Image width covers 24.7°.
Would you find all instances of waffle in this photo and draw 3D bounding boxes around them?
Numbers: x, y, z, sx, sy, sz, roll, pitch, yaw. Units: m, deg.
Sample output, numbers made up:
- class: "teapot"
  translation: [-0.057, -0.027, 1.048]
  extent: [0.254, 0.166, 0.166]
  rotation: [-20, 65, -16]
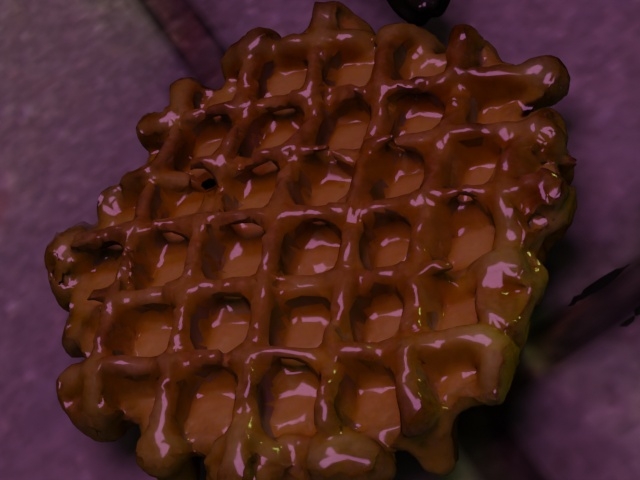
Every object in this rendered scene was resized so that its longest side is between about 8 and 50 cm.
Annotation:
- class: "waffle"
  translation: [-0.005, 0.001, 0.458]
  extent: [0.191, 0.038, 0.191]
  rotation: [-12, 51, 15]

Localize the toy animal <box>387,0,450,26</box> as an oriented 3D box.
- class: "toy animal"
  translation: [0.014, -0.124, 0.528]
  extent: [0.047, 0.065, 0.136]
  rotation: [-25, 50, 5]
